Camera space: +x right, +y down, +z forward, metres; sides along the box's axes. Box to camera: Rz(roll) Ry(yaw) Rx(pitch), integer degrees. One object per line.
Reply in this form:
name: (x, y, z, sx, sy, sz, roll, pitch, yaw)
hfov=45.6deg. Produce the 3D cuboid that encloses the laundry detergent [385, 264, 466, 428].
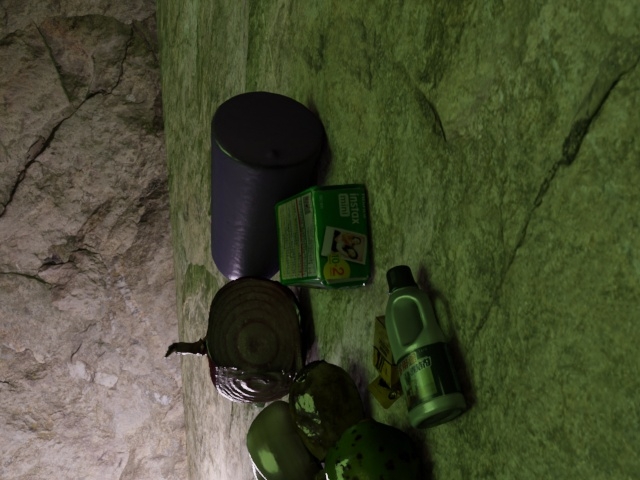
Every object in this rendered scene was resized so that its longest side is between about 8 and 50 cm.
laundry detergent: (0.135, 0.138, 1.050, 0.099, 0.070, 0.225, 113, 149, -58)

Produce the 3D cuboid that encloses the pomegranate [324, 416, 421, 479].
pomegranate: (0.075, 0.325, 1.137, 0.169, 0.143, 0.122, -98, -13, -45)

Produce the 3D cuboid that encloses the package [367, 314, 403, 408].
package: (0.109, 0.182, 1.159, 0.071, 0.047, 0.131, -139, 48, -61)

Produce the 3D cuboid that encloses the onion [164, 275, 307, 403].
onion: (-0.147, 0.214, 1.631, 0.230, 0.273, 0.256, 108, -173, -69)

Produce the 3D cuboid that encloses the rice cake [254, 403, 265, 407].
rice cake: (-0.182, 0.343, 2.012, 0.221, 0.042, 0.080, -125, 35, -57)

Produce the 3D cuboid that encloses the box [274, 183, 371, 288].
box: (0.000, 0.000, 1.364, 0.250, 0.103, 0.180, 168, 98, -69)

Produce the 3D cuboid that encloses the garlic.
garlic: (-0.052, 0.438, 1.448, 0.325, 0.132, 0.279, 52, 160, 42)

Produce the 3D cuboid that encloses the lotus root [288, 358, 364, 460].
lotus root: (0.014, 0.313, 1.333, 0.138, 0.139, 0.213, 135, 122, -65)

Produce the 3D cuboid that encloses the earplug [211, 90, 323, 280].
earplug: (-0.135, -0.076, 1.601, 0.455, 0.215, 0.215, 105, 154, -50)

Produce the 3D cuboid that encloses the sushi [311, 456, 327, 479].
sushi: (0.043, 0.488, 1.249, 0.139, 0.131, 0.290, -115, 20, -54)
